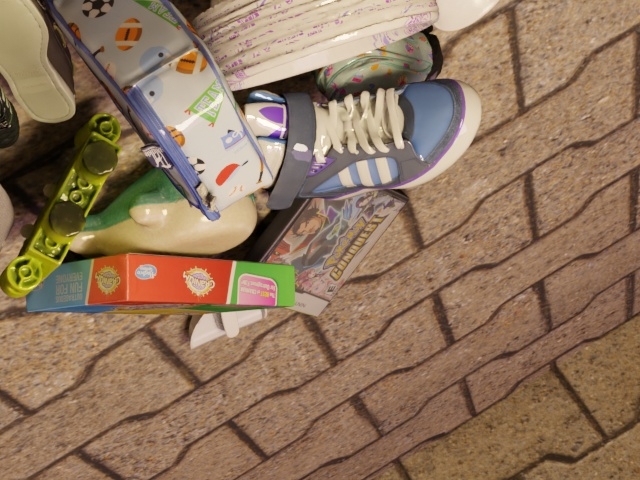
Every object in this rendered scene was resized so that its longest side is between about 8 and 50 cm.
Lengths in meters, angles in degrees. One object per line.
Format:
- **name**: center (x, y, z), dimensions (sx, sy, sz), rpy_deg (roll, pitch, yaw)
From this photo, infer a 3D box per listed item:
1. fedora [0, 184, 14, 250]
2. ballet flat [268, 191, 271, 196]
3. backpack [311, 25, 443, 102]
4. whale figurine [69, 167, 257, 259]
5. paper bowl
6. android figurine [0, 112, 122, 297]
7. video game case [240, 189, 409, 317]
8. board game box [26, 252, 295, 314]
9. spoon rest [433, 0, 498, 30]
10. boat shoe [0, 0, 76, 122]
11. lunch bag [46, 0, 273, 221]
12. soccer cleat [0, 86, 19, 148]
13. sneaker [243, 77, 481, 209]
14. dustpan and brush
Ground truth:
- **fedora**: center (-0.450, -0.027, 1.329), dimensions (0.124, 0.243, 0.275), rpy_deg (-51, 158, -32)
- **ballet flat**: center (-0.070, -0.114, 1.698), dimensions (0.049, 0.057, 0.173), rpy_deg (10, 145, 7)
- **backpack**: center (0.071, -0.243, 1.564), dimensions (0.182, 0.115, 0.152), rpy_deg (6, 135, -41)
- **whale figurine**: center (-0.228, -0.046, 1.578), dimensions (0.272, 0.141, 0.216), rpy_deg (-11, 168, 8)
- **paper bowl**: center (-0.014, -0.282, 1.321), dimensions (0.284, 0.148, 0.284), rpy_deg (-19, -175, 2)
- **android figurine**: center (-0.323, -0.040, 1.402), dimensions (0.248, 0.056, 0.273), rpy_deg (-66, -163, -17)
- **video game case**: center (0.000, 0.000, 1.884), dimensions (0.275, 0.035, 0.248), rpy_deg (-52, 146, 12)
- **board game box**: center (-0.231, 0.069, 1.651), dimensions (0.242, 0.064, 0.316), rpy_deg (-8, 171, 43)
- **spoon rest**: center (0.185, -0.372, 1.516), dimensions (0.137, 0.084, 0.276), rpy_deg (-37, 149, 7)
- **boat shoe**: center (-0.331, -0.226, 1.257), dimensions (0.081, 0.069, 0.228), rpy_deg (-5, 148, 3)
- **lunch bag**: center (-0.176, -0.165, 1.254), dimensions (0.115, 0.303, 0.243), rpy_deg (-34, 151, -6)
- **soccer cleat**: center (-0.387, -0.154, 1.298), dimensions (0.060, 0.072, 0.179), rpy_deg (-26, 149, -12)
- **sneaker**: center (0.019, -0.140, 1.461), dimensions (0.236, 0.130, 0.323), rpy_deg (12, 157, -42)
- **dustpan and brush**: center (-0.161, 0.107, 1.900), dimensions (0.147, 0.060, 0.211), rpy_deg (-23, 135, -16)
